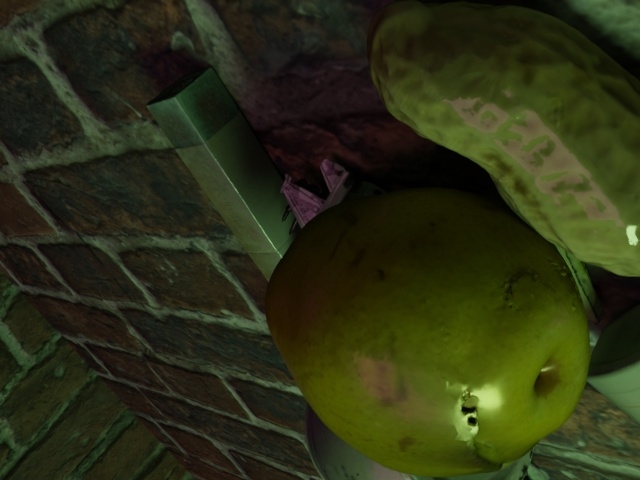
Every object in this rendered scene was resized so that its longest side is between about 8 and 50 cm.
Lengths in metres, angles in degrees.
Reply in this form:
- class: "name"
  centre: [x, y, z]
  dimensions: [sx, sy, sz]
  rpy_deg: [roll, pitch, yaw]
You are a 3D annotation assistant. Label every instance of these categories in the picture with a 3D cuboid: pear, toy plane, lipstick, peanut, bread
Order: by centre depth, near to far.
- class: "peanut"
  centre: [0.177, -0.094, 0.543]
  dimensions: [0.325, 0.140, 0.153]
  rpy_deg: [36, 164, 9]
- class: "pear"
  centre: [0.097, 0.077, 0.666]
  dimensions: [0.284, 0.285, 0.336]
  rpy_deg: [54, 174, -21]
- class: "bread"
  centre: [0.252, 0.028, 0.711]
  dimensions: [0.068, 0.028, 0.153]
  rpy_deg: [-1, 129, 52]
- class: "toy plane"
  centre: [0.007, -0.013, 0.861]
  dimensions: [0.160, 0.082, 0.234]
  rpy_deg: [30, 135, 0]
- class: "lipstick"
  centre: [-0.093, -0.056, 0.915]
  dimensions: [0.076, 0.079, 0.371]
  rpy_deg: [-1, 131, 46]

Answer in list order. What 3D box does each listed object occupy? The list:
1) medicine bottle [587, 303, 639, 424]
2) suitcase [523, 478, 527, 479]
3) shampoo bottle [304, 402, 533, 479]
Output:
- class: "medicine bottle"
  centre: [0.427, 0.183, 0.653]
  dimensions: [0.296, 0.111, 0.161]
  rpy_deg: [40, 149, 4]
- class: "suitcase"
  centre: [0.253, 0.477, 1.105]
  dimensions: [0.235, 0.193, 0.143]
  rpy_deg: [-3, 137, 48]
- class: "shampoo bottle"
  centre: [0.123, 0.247, 0.884]
  dimensions: [0.273, 0.273, 0.266]
  rpy_deg: [42, 152, -4]
